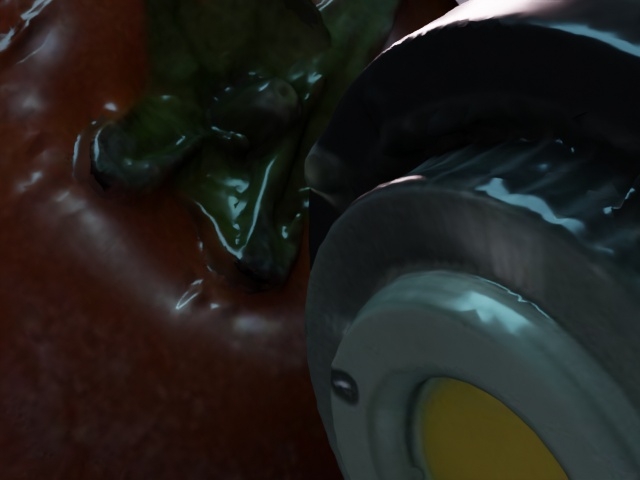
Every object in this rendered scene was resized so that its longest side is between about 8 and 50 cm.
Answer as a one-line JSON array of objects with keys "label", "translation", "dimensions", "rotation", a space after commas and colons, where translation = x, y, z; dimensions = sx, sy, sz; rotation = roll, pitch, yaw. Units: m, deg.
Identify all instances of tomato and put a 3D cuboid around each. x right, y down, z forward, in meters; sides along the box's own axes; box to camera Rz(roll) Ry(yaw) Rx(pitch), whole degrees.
[{"label": "tomato", "translation": [-0.086, -0.002, 0.793], "dimensions": [0.341, 0.341, 0.273], "rotation": [-19, -10, -39]}]

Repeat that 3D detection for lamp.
[{"label": "lamp", "translation": [0.136, -0.001, 0.469], "dimensions": [0.374, 0.205, 0.272], "rotation": [-45, -12, 37]}]
